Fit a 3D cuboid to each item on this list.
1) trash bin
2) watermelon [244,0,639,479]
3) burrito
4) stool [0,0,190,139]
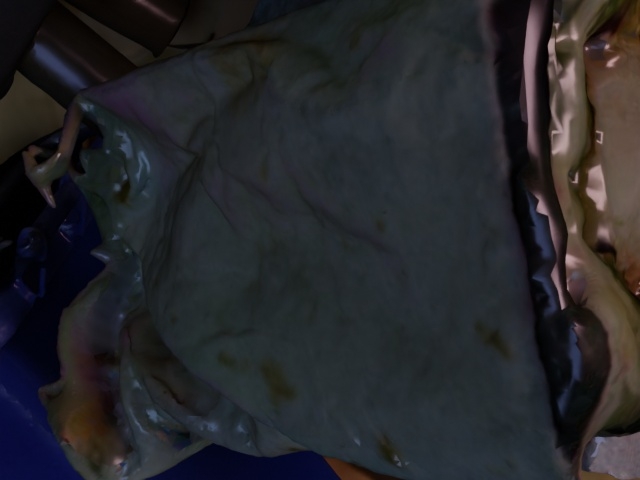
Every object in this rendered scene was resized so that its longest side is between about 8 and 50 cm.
[{"bbox_3d":[-0.090,0.087,0.648,0.184,0.162,0.234,-35,106,29],"label":"trash bin"},{"bbox_3d":[0.057,-0.010,0.519,0.094,0.241,0.154,-2,123,-32],"label":"watermelon"},{"bbox_3d":[0.000,0.000,0.463,0.229,0.089,0.144,-9,84,47],"label":"burrito"},{"bbox_3d":[-0.104,-0.115,0.569,0.139,0.153,0.228,27,165,-15],"label":"stool"}]
